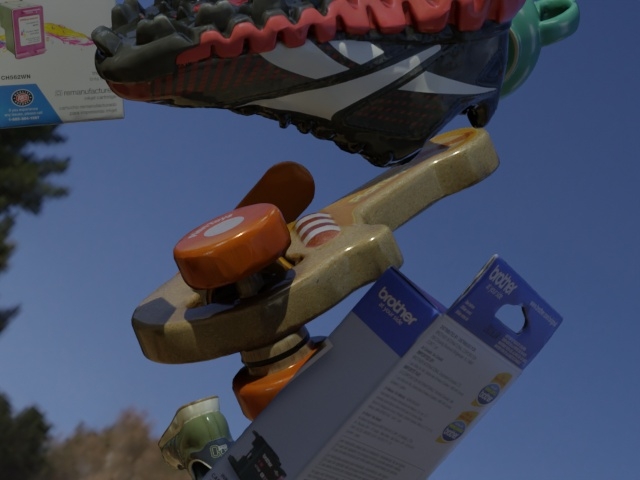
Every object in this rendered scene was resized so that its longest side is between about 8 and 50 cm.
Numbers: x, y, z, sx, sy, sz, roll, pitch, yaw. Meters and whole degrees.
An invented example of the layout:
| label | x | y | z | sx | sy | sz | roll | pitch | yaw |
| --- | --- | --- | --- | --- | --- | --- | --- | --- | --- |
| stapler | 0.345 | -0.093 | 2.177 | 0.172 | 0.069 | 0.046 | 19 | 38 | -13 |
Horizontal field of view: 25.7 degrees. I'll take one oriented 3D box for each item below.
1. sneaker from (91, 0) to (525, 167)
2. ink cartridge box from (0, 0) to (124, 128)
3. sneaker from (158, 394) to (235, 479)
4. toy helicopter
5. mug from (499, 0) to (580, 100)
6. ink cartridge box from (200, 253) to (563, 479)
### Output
| label | x | y | z | sx | sy | sz | roll | pitch | yaw |
| --- | --- | --- | --- | --- | --- | --- | --- | --- | --- |
| sneaker | 0.002 | -0.100 | 0.838 | 0.098 | 0.276 | 0.135 | 39 | -45 | 55 |
| ink cartridge box | -0.181 | -0.139 | 0.927 | 0.052 | 0.089 | 0.122 | -157 | -118 | -69 |
| sneaker | -0.134 | 0.244 | 1.567 | 0.192 | 0.064 | 0.086 | 116 | -45 | -62 |
| toy helicopter | 0.000 | 0.000 | 1.125 | 0.235 | 0.355 | 0.140 | -2 | -65 | 55 |
| mug | 0.150 | -0.197 | 1.295 | 0.129 | 0.158 | 0.097 | 45 | 17 | -23 |
| ink cartridge box | 0.030 | 0.134 | 0.983 | 0.065 | 0.311 | 0.186 | 46 | 5 | 29 |
